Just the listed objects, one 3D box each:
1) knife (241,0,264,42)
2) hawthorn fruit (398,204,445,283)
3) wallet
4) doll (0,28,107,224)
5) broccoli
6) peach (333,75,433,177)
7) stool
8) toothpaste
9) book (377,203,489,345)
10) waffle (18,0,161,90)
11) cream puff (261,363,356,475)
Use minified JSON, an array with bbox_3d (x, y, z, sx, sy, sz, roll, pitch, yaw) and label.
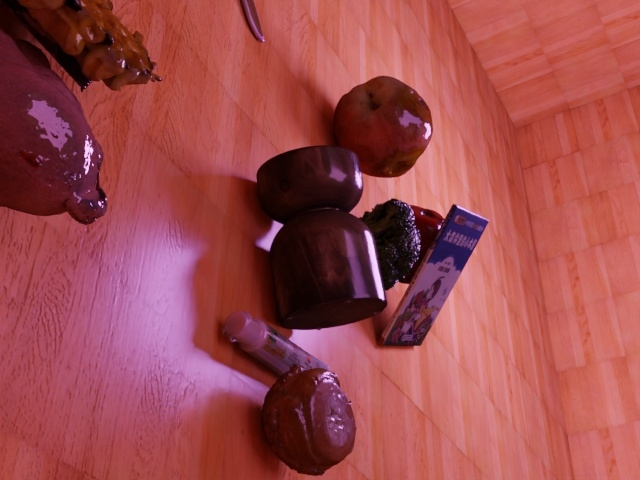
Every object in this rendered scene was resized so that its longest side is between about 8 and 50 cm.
[{"bbox_3d":[-0.150,-0.502,1.702,0.046,0.022,0.256,-17,89,-71],"label":"knife"},{"bbox_3d":[0.194,0.006,1.899,0.173,0.172,0.173,47,34,-45],"label":"hawthorn fruit"},{"bbox_3d":[-0.333,-0.254,1.042,0.176,0.026,0.095,51,-1,-32],"label":"wallet"},{"bbox_3d":[-0.323,-0.117,0.940,0.201,0.156,0.303,49,2,-26],"label":"doll"},{"bbox_3d":[0.116,0.003,1.751,0.156,0.195,0.195,22,42,-12],"label":"broccoli"},{"bbox_3d":[0.143,-0.234,1.928,0.235,0.214,0.214,50,31,-54],"label":"peach"},{"bbox_3d":[0.000,0.000,1.467,0.179,0.179,0.264,23,53,-60],"label":"stool"},{"bbox_3d":[-0.052,0.182,1.384,0.056,0.058,0.314,34,-7,37],"label":"toothpaste"},{"bbox_3d":[0.241,0.082,1.864,0.018,0.323,0.228,32,9,26],"label":"book"},{"bbox_3d":[-0.304,-0.292,1.035,0.329,0.062,0.329,48,5,-6],"label":"waffle"},{"bbox_3d":[-0.024,0.262,1.302,0.150,0.115,0.165,-10,92,-60],"label":"cream puff"}]
